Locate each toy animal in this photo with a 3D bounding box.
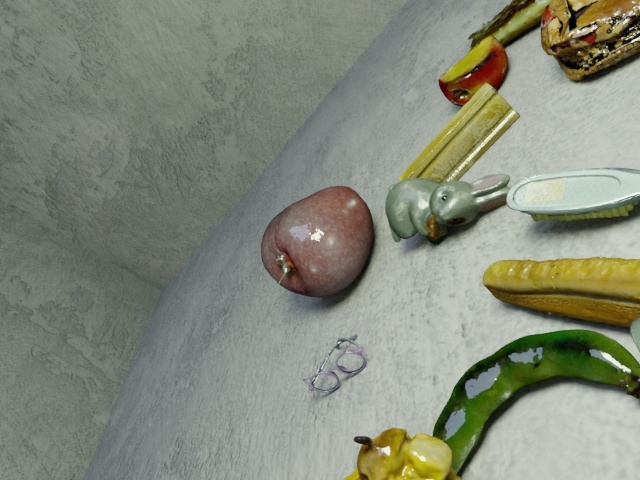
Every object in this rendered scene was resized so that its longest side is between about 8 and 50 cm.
[{"bbox_3d":[0.212,-0.066,0.842,0.108,0.138,0.236,-27,1,-31],"label":"toy animal"}]

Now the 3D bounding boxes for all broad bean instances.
[{"bbox_3d":[0.227,0.180,0.537,0.292,0.049,0.144,-38,28,35],"label":"broad bean"}]

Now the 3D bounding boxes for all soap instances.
[{"bbox_3d":[0.268,-0.181,0.934,0.252,0.092,0.037,-48,24,17],"label":"soap"}]

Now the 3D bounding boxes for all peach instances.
[{"bbox_3d":[0.349,-0.368,1.049,0.172,0.092,0.127,-47,24,-14],"label":"peach"}]

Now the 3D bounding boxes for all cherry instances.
[{"bbox_3d":[0.000,0.000,1.069,0.261,0.221,0.307,-9,36,51],"label":"cherry"}]

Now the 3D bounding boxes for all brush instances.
[{"bbox_3d":[0.379,-0.053,0.572,0.296,0.060,0.068,-2,55,48],"label":"brush"}]

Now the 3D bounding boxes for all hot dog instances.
[{"bbox_3d":[0.300,0.052,0.531,0.061,0.088,0.285,-55,23,-16],"label":"hot dog"}]

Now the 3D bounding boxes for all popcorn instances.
[{"bbox_3d":[0.089,0.307,0.518,0.194,0.163,0.140,-64,-20,3],"label":"popcorn"}]

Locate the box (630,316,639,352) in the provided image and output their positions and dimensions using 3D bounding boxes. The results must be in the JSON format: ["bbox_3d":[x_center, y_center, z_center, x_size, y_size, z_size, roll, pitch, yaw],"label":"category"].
[{"bbox_3d":[0.313,0.115,0.273,0.135,0.163,0.244,-48,34,43],"label":"box"}]

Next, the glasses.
[{"bbox_3d":[0.030,0.212,0.892,0.140,0.062,0.104,-43,22,25],"label":"glasses"}]

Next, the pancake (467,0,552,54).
[{"bbox_3d":[0.517,-0.580,1.079,0.427,0.066,0.305,-46,15,25],"label":"pancake"}]

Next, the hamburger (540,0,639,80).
[{"bbox_3d":[0.478,-0.377,0.772,0.231,0.106,0.231,-42,22,21],"label":"hamburger"}]
